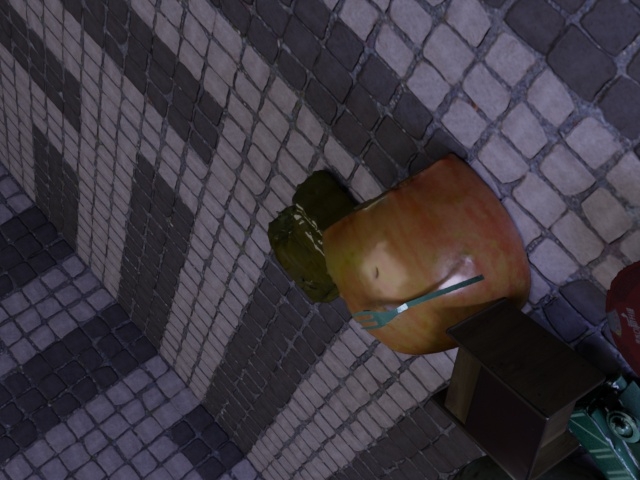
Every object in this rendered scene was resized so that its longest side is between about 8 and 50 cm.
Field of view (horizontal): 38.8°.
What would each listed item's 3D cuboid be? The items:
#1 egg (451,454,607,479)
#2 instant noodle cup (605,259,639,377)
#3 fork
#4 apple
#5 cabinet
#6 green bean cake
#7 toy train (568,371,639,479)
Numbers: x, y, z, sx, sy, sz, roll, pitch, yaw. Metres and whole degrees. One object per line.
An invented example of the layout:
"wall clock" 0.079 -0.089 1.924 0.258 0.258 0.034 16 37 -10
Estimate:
"egg" 0.411 0.562 1.631 0.428 0.345 0.345 42 151 34
"instant noodle cup" 0.523 0.115 1.218 0.274 0.091 0.274 36 147 28
"fork" 0.151 0.098 1.441 0.235 0.021 0.039 -23 114 28
"apple" 0.191 0.040 1.553 0.309 0.314 0.252 58 -166 0
"cabinet" 0.310 0.235 1.447 0.215 0.148 0.174 41 141 35
"green bean cake" 0.000 0.000 1.851 0.233 0.124 0.236 51 153 6
"toy train" 0.511 0.335 1.460 0.269 0.115 0.154 54 150 -3
